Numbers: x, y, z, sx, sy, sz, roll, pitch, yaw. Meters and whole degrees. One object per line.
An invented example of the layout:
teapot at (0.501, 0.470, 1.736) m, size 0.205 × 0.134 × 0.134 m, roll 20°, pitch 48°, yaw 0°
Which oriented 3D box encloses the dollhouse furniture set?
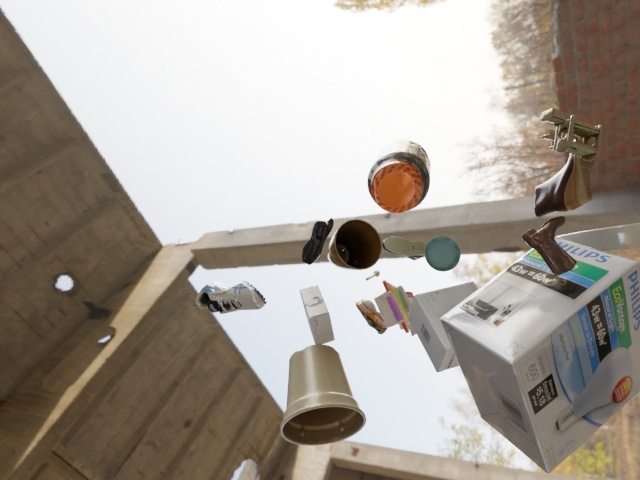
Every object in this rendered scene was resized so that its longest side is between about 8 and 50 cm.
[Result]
dollhouse furniture set at (0.691, -0.295, 1.335) m, size 0.181 × 0.161 × 0.101 m, roll 12°, pitch -94°, yaw -16°

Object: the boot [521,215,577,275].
boot at (0.485, 0.012, 0.913) m, size 0.114 × 0.106 × 0.037 m, roll 59°, pitch 175°, yaw 38°

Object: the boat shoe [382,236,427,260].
boat shoe at (0.335, 0.040, 1.828) m, size 0.233 × 0.079 × 0.084 m, roll 9°, pitch -120°, yaw -35°

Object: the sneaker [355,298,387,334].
sneaker at (0.235, 0.357, 2.123) m, size 0.084 × 0.215 × 0.083 m, roll -16°, pitch -46°, yaw -32°

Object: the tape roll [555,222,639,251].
tape roll at (0.934, -0.007, 1.390) m, size 0.392 × 0.391 × 0.072 m, roll 1°, pitch -100°, yaw -61°

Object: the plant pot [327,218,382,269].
plant pot at (0.132, 0.043, 2.161) m, size 0.237 × 0.254 × 0.237 m, roll 5°, pitch -104°, yaw -19°

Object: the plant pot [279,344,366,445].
plant pot at (-0.009, 0.607, 1.827) m, size 0.334 × 0.333 × 0.306 m, roll 56°, pitch -164°, yaw -42°

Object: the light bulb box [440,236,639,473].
light bulb box at (0.524, 0.245, 1.032) m, size 0.361 × 0.225 × 0.358 m, roll -34°, pitch -64°, yaw -12°

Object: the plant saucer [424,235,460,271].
plant saucer at (0.410, 0.046, 1.522) m, size 0.021 × 0.119 × 0.120 m, roll 66°, pitch -157°, yaw -82°

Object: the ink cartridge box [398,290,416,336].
ink cartridge box at (0.435, 0.366, 2.248) m, size 0.067 × 0.115 × 0.198 m, roll 8°, pitch -132°, yaw -32°

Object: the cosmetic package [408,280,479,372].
cosmetic package at (0.443, 0.275, 1.471) m, size 0.138 × 0.224 × 0.224 m, roll 93°, pitch 160°, yaw -44°

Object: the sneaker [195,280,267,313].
sneaker at (-0.221, 0.149, 1.114) m, size 0.086 × 0.237 × 0.085 m, roll -51°, pitch -58°, yaw -35°

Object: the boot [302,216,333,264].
boot at (0.000, 0.000, 1.872) m, size 0.198 × 0.076 × 0.137 m, roll -63°, pitch -12°, yaw 20°

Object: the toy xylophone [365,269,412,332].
toy xylophone at (0.267, 0.220, 1.718) m, size 0.236 × 0.081 × 0.322 m, roll 64°, pitch -165°, yaw 0°

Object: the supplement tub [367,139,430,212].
supplement tub at (0.274, -0.222, 1.556) m, size 0.338 × 0.207 × 0.207 m, roll -57°, pitch -45°, yaw -65°

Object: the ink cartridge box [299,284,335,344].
ink cartridge box at (-0.016, 0.323, 1.961) m, size 0.219 × 0.092 × 0.160 m, roll -117°, pitch 13°, yaw -59°

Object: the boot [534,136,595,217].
boot at (0.814, -0.214, 1.535) m, size 0.090 × 0.207 × 0.249 m, roll 13°, pitch -105°, yaw -21°
